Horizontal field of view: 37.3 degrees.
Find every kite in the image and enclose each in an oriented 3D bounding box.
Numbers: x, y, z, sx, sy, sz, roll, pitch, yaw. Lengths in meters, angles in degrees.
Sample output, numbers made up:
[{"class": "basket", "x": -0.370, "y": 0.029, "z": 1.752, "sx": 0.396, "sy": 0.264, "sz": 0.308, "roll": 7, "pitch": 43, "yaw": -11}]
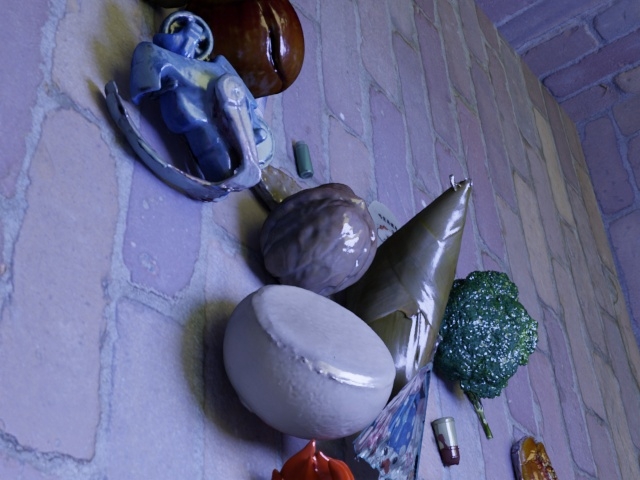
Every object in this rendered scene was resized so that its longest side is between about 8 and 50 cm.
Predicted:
[{"class": "kite", "x": 0.121, "y": 0.368, "z": 1.636, "sx": 0.368, "sy": 0.014, "sz": 0.406, "roll": -65, "pitch": 152, "yaw": -17}]

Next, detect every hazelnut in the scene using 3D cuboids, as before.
[{"class": "hazelnut", "x": -0.144, "y": -0.365, "z": 1.766, "sx": 0.218, "sy": 0.234, "sz": 0.217, "roll": 1, "pitch": 90, "yaw": -76}]

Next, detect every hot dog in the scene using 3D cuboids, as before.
[{"class": "hot dog", "x": 0.521, "y": 0.595, "z": 2.252, "sx": 0.144, "sy": 0.075, "sz": 0.267, "roll": 20, "pitch": 51, "yaw": -53}]

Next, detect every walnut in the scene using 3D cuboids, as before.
[{"class": "walnut", "x": 0.000, "y": 0.000, "z": 1.725, "sx": 0.224, "sy": 0.224, "sz": 0.224, "roll": 40, "pitch": 36, "yaw": -37}]

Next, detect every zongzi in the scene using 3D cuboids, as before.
[{"class": "zongzi", "x": 0.170, "y": 0.150, "z": 1.765, "sx": 0.182, "sy": 0.418, "sz": 0.447, "roll": 19, "pitch": 47, "yaw": -17}]

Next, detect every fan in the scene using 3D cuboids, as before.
[{"class": "fan", "x": 0.170, "y": 0.047, "z": 2.191, "sx": 0.191, "sy": 0.009, "sz": 0.329, "roll": 37, "pitch": 37, "yaw": -41}]

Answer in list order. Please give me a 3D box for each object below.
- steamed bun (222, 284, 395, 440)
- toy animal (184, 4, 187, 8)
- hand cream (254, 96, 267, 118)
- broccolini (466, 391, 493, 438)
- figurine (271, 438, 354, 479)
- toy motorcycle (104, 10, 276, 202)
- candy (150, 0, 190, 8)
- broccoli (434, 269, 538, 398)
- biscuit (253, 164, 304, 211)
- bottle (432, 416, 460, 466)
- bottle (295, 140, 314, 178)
[{"class": "steamed bun", "x": -0.031, "y": 0.207, "z": 1.514, "sx": 0.283, "sy": 0.177, "sz": 0.283, "roll": 28, "pitch": 19, "yaw": -10}, {"class": "toy animal", "x": -0.198, "y": -0.452, "z": 1.926, "sx": 0.101, "sy": 0.103, "sz": 0.219, "roll": 48, "pitch": 26, "yaw": 24}, {"class": "hand cream", "x": -0.151, "y": -0.261, "z": 1.855, "sx": 0.133, "sy": 0.083, "sz": 0.247, "roll": 39, "pitch": 47, "yaw": -33}, {"class": "broccolini", "x": 0.373, "y": 0.399, "z": 2.227, "sx": 0.035, "sy": 0.030, "sz": 0.139, "roll": 159, "pitch": -91, "yaw": -82}, {"class": "figurine", "x": -0.010, "y": 0.423, "z": 1.408, "sx": 0.208, "sy": 0.181, "sz": 0.257, "roll": 41, "pitch": 13, "yaw": 21}, {"class": "toy motorcycle", "x": -0.210, "y": -0.221, "z": 1.594, "sx": 0.319, "sy": 0.182, "sz": 0.241, "roll": 57, "pitch": 29, "yaw": -9}, {"class": "candy", "x": -0.329, "y": -0.516, "z": 1.730, "sx": 0.234, "sy": 0.102, "sz": 0.104, "roll": 31, "pitch": 42, "yaw": -47}, {"class": "broccoli", "x": 0.357, "y": 0.215, "z": 2.152, "sx": 0.245, "sy": 0.265, "sz": 0.294, "roll": 67, "pitch": 17, "yaw": -74}, {"class": "biscuit", "x": -0.043, "y": -0.051, "z": 1.885, "sx": 0.289, "sy": 0.038, "sz": 0.141, "roll": 54, "pitch": 29, "yaw": -20}, {"class": "bottle", "x": 0.267, "y": 0.426, "z": 2.002, "sx": 0.063, "sy": 0.047, "sz": 0.101, "roll": 8, "pitch": 63, "yaw": -41}, {"class": "bottle", "x": -0.035, "y": -0.172, "z": 2.009, "sx": 0.030, "sy": 0.030, "sz": 0.083, "roll": 27, "pitch": 44, "yaw": -48}]
